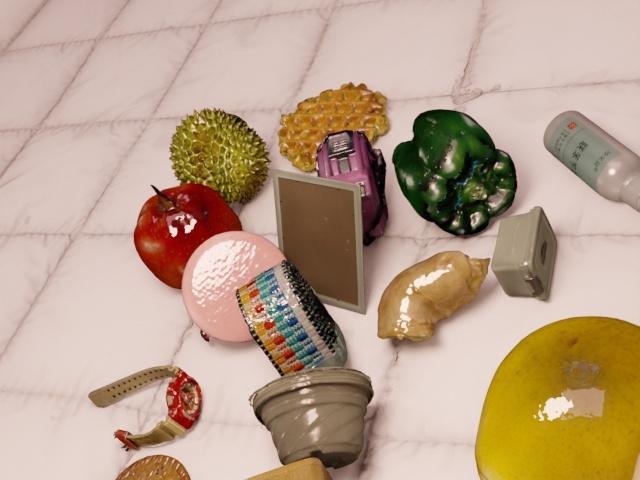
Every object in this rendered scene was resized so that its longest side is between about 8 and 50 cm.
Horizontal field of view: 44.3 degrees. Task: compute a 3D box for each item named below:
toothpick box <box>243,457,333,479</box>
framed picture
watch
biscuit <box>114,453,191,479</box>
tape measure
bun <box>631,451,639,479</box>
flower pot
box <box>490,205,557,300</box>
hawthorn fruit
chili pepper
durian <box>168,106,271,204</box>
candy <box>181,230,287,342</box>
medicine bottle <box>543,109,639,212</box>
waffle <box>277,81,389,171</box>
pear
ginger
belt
[{"bbox_3d":[-0.030,0.529,1.257,0.187,0.190,0.308,-22,40,8],"label":"toothpick box"},{"bbox_3d":[0.000,0.000,1.683,0.232,0.296,0.019,14,29,34],"label":"framed picture"},{"bbox_3d":[-0.377,0.355,1.655,0.268,0.102,0.165,-22,44,16],"label":"watch"},{"bbox_3d":[-0.336,0.506,1.527,0.187,0.027,0.188,-12,46,13],"label":"biscuit"},{"bbox_3d":[0.081,-0.119,1.782,0.149,0.231,0.245,-15,62,12],"label":"tape measure"},{"bbox_3d":[0.554,0.394,1.094,0.298,0.165,0.299,8,61,-14],"label":"bun"},{"bbox_3d":[-0.007,0.332,1.410,0.235,0.235,0.141,-15,59,11],"label":"flower pot"},{"bbox_3d":[0.405,0.029,1.570,0.092,0.124,0.172,-8,44,34],"label":"box"},{"bbox_3d":[-0.325,-0.035,1.834,0.254,0.300,0.254,-15,44,15],"label":"hawthorn fruit"},{"bbox_3d":[0.281,-0.155,1.721,0.233,0.248,0.257,-39,34,4],"label":"chili pepper"},{"bbox_3d":[-0.257,-0.217,1.995,0.291,0.291,0.225,48,118,46],"label":"durian"},{"bbox_3d":[-0.182,0.108,1.704,0.255,0.094,0.256,1,82,-4],"label":"candy"},{"bbox_3d":[0.608,-0.147,1.641,0.110,0.110,0.352,-29,44,-3],"label":"medicine bottle"},{"bbox_3d":[0.036,-0.308,2.095,0.324,0.068,0.302,-29,43,-1],"label":"waffle"},{"bbox_3d":[0.416,0.265,1.282,0.386,0.191,0.340,-41,45,-15],"label":"pear"},{"bbox_3d":[0.219,0.107,1.570,0.267,0.138,0.152,-44,57,1],"label":"ginger"},{"bbox_3d":[-0.052,0.171,1.554,0.150,0.258,0.207,-31,23,7],"label":"belt"}]
